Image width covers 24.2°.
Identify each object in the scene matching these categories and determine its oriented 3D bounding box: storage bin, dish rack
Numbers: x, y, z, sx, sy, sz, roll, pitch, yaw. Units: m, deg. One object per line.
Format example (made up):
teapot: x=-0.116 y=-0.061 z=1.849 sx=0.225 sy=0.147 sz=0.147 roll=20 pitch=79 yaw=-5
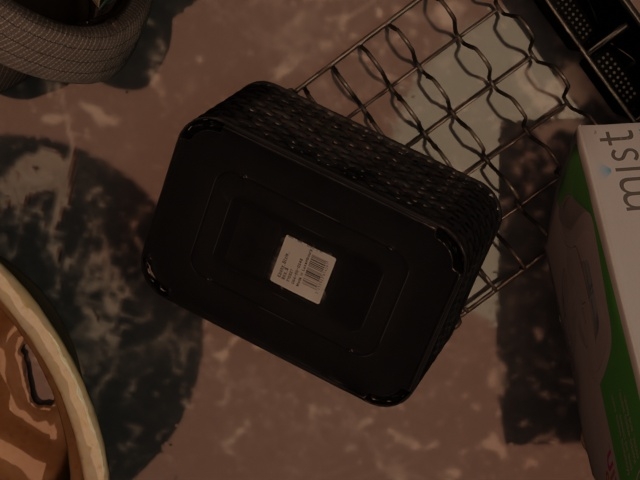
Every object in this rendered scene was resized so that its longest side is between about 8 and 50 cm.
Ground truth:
storage bin: x=0.000 y=0.000 z=0.877 sx=0.180 sy=0.084 sz=0.122 roll=27 pitch=118 yaw=11
dish rack: x=0.083 y=-0.056 z=0.929 sx=0.271 sy=0.074 sz=0.208 roll=-36 pitch=93 yaw=3

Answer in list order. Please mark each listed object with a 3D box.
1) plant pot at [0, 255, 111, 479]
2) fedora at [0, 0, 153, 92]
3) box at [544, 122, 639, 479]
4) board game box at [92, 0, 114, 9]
plant pot: x=-0.260 y=0.117 z=0.823 sx=0.334 sy=0.305 sz=0.334 roll=0 pitch=95 yaw=0
fedora: x=-0.224 y=-0.191 z=0.865 sx=0.124 sy=0.244 sz=0.275 roll=-31 pitch=103 yaw=31
box: x=0.257 y=0.069 z=0.788 sx=0.231 sy=0.127 sz=0.262 roll=-2 pitch=54 yaw=-4
board game box: x=-0.063 y=-0.251 z=0.872 sx=0.259 sy=0.030 sz=0.136 roll=-35 pitch=92 yaw=-27
